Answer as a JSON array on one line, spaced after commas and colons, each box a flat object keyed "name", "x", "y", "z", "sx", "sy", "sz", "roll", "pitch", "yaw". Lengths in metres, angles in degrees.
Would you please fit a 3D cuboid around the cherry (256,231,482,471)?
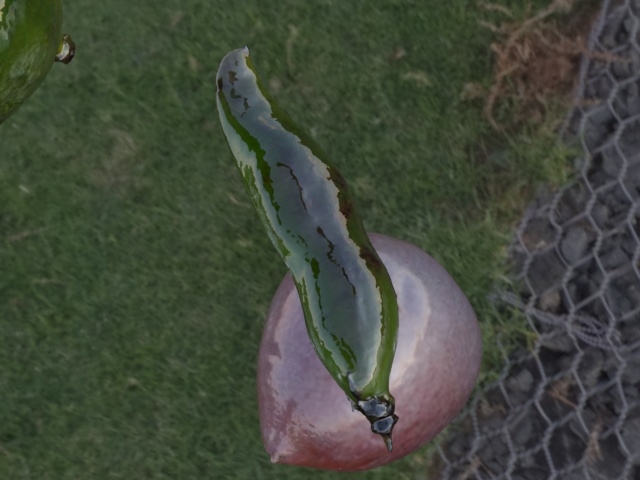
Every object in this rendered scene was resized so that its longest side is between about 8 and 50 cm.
[{"name": "cherry", "x": 0.049, "y": 0.120, "z": 1.150, "sx": 0.206, "sy": 0.239, "sz": 0.239, "roll": -10, "pitch": 63, "yaw": 28}]

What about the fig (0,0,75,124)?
[{"name": "fig", "x": -0.264, "y": -0.150, "z": 0.802, "sx": 0.203, "sy": 0.235, "sz": 0.203, "roll": 0, "pitch": 90, "yaw": 12}]

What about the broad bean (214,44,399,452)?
[{"name": "broad bean", "x": 0.000, "y": 0.000, "z": 0.893, "sx": 0.077, "sy": 0.061, "sz": 0.339, "roll": -22, "pitch": 75, "yaw": -6}]
